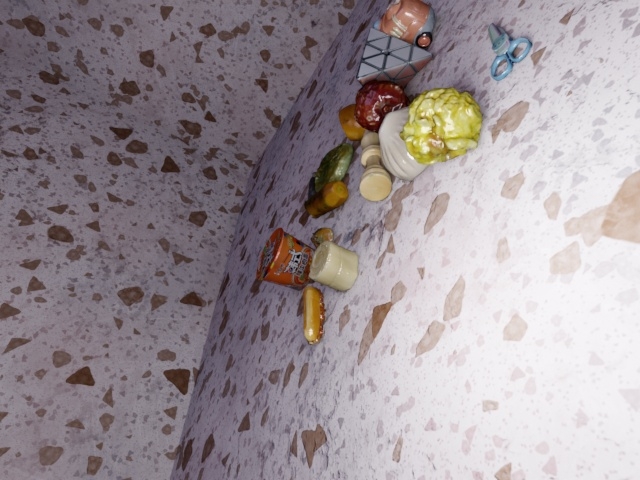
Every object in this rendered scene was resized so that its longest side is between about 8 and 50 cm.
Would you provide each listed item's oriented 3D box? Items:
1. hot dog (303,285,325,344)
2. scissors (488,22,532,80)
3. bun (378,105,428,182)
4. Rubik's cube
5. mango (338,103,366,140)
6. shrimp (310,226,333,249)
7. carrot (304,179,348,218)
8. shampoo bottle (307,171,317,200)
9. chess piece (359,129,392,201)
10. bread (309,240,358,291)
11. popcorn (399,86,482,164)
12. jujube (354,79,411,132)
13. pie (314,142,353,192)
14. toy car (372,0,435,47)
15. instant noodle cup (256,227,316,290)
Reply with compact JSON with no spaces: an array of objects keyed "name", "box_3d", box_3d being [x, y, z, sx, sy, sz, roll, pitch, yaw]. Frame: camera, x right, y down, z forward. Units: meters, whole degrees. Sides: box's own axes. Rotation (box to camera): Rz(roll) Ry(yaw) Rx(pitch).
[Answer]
[{"name":"hot dog","box_3d":[-0.021,0.260,1.621,0.076,0.102,0.249,-13,43,11]},{"name":"scissors","box_3d":[0.525,-0.564,1.288,0.125,0.030,0.256,-45,31,40]},{"name":"bun","box_3d":[0.271,-0.343,1.461,0.263,0.174,0.263,-50,24,32]},{"name":"Rubik's cube","box_3d":[0.262,-0.687,1.779,0.234,0.228,0.229,-60,19,13]},{"name":"mango","box_3d":[0.164,-0.527,1.998,0.153,0.126,0.252,-41,34,8]},{"name":"shrimp","box_3d":[-0.002,0.000,1.918,0.217,0.051,0.115,5,74,66]},{"name":"carrot","box_3d":[0.020,-0.177,1.974,0.301,0.114,0.114,-28,42,62]},{"name":"shampoo bottle","box_3d":[-0.029,-0.272,2.279,0.057,0.063,0.208,122,159,-47]},{"name":"chess piece","box_3d":[0.202,-0.311,1.693,0.117,0.117,0.397,-49,23,36]},{"name":"bread","box_3d":[0.052,0.090,1.555,0.134,0.141,0.148,-23,47,56]},{"name":"popcorn","box_3d":[0.331,-0.308,1.243,0.234,0.181,0.217,-23,64,28]},{"name":"jujube","box_3d":[0.232,-0.498,1.678,0.213,0.212,0.232,-56,15,23]},{"name":"pie","box_3d":[0.057,-0.342,2.117,0.277,0.078,0.277,-49,28,37]},{"name":"toy car","box_3d":[0.332,-0.867,1.843,0.270,0.212,0.181,-38,34,51]},{"name":"instant noodle cup","box_3d":[-0.142,0.095,1.946,0.250,0.192,0.251,-50,24,33]}]
